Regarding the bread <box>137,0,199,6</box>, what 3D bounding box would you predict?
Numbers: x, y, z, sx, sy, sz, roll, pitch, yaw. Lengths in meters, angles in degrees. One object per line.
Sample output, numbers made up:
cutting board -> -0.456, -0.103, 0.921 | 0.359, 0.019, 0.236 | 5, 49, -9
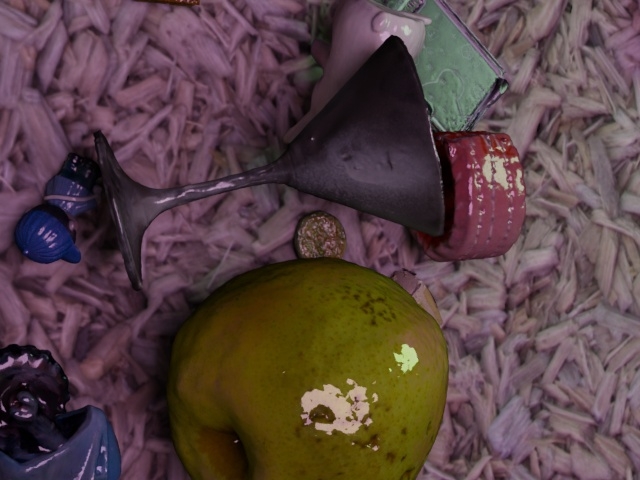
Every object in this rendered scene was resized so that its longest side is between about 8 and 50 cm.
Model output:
bread -> -0.206, -0.364, 1.778 | 0.090, 0.035, 0.094 | 1, 92, -27

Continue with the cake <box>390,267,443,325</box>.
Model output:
cake -> 0.143, 0.099, 1.983 | 0.052, 0.065, 0.121 | -49, 135, -18

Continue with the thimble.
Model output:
thimble -> 0.208, -0.065, 1.935 | 0.125, 0.163, 0.190 | -3, 98, -29

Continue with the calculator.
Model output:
calculator -> 0.158, -0.279, 1.976 | 0.274, 0.028, 0.166 | 45, 72, -22

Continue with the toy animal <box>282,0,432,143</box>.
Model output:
toy animal -> 0.042, -0.218, 1.871 | 0.140, 0.138, 0.282 | 22, 124, -7

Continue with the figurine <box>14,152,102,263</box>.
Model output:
figurine -> -0.329, -0.037, 1.705 | 0.086, 0.087, 0.149 | 22, 78, 11

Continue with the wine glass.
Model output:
wine glass -> -0.064, -0.082, 1.677 | 0.406, 0.267, 0.267 | -15, 99, -7

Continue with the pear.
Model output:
pear -> -0.004, 0.195, 1.732 | 0.391, 0.391, 0.391 | -1, 92, -28

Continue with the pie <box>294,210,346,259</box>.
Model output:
pie -> 0.001, -0.001, 1.908 | 0.084, 0.021, 0.084 | 0, 90, -24

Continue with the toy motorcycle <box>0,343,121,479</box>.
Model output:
toy motorcycle -> -0.394, 0.332, 1.625 | 0.232, 0.172, 0.416 | 29, 91, -31
